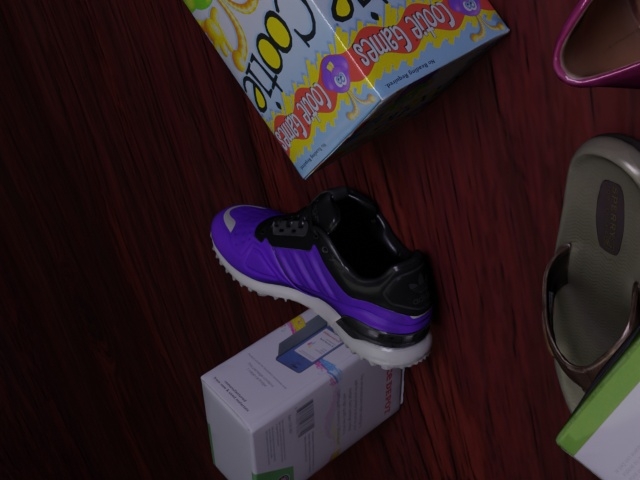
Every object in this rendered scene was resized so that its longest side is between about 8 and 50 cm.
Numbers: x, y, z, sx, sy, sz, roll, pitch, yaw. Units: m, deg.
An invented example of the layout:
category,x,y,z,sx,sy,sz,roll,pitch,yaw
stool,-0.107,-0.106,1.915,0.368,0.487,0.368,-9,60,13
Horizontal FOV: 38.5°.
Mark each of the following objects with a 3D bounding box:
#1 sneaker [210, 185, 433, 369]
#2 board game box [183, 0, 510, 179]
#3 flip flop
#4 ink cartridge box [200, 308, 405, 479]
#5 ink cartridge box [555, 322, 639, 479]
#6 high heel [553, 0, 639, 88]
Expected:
category,x,y,z,sx,sy,sz,roll,pitch,yaw
sneaker,0.001,0.000,0.936,0.293,0.102,0.146,28,135,33
board game box,-0.013,-0.214,0.705,0.275,0.144,0.142,56,149,3
flip flop,0.209,0.054,0.687,0.112,0.080,0.277,28,138,41
ink cartridge box,-0.013,0.166,0.984,0.093,0.212,0.154,39,146,35
ink cartridge box,0.305,0.125,0.548,0.255,0.097,0.188,38,125,15
high heel,0.240,-0.179,0.331,0.127,0.181,0.377,51,149,12
